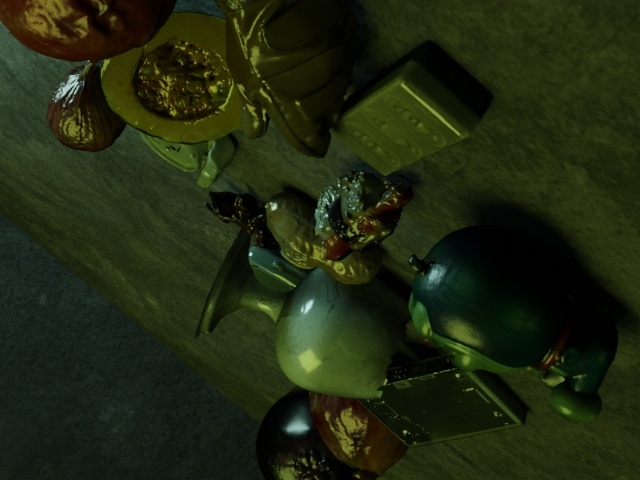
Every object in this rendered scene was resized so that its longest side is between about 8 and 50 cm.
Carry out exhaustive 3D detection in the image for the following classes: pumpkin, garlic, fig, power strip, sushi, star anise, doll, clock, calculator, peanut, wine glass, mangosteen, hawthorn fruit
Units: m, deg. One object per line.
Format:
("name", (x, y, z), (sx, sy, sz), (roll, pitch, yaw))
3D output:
("pumpkin", (-0.189, -0.238, 1.691), (0.217, 0.217, 0.110), (51, -164, -38))
("garlic", (-0.043, 0.021, 2.209), (0.053, 0.041, 0.083), (33, 177, -33))
("fig", (-0.372, -0.237, 2.010), (0.134, 0.146, 0.201), (0, 155, -11))
("fig", (0.087, 0.329, 2.457), (0.224, 0.224, 0.263), (18, 133, 45))
("power strip", (0.097, -0.147, 1.485), (0.105, 0.070, 0.257), (40, 163, -10))
("sushi", (0.057, -0.046, 1.768), (0.103, 0.097, 0.226), (36, 148, -16))
("star anise", (-0.123, -0.037, 2.185), (0.168, 0.057, 0.168), (25, 164, 8))
("doll", (0.250, 0.093, 1.628), (0.322, 0.186, 0.198), (25, -162, -20))
("clock", (-0.231, -0.173, 2.031), (0.191, 0.062, 0.151), (38, 162, -2))
("calculator", (-0.065, 0.074, 2.313), (0.141, 0.045, 0.246), (29, 170, 13))
("peanut", (0.000, 0.000, 2.008), (0.214, 0.099, 0.099), (27, 161, 8))
("wine glass", (-0.019, 0.131, 2.096), (0.323, 0.238, 0.238), (20, 160, 4))
("mangosteen", (-0.003, 0.476, 2.871), (0.297, 0.297, 0.313), (36, 166, 3))
("hawthorn fruit", (-0.270, -0.344, 1.426), (0.242, 0.242, 0.271), (33, 151, 9))

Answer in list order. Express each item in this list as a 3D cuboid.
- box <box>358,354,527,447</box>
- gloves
("box", (0.206, 0.286, 2.241), (0.270, 0.045, 0.211), (-18, 127, 40))
("gloves", (-0.032, -0.214, 1.428), (0.141, 0.154, 0.331), (24, 151, 38))
